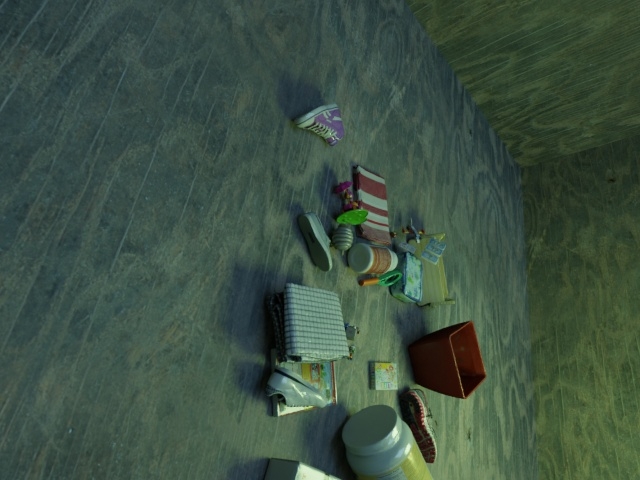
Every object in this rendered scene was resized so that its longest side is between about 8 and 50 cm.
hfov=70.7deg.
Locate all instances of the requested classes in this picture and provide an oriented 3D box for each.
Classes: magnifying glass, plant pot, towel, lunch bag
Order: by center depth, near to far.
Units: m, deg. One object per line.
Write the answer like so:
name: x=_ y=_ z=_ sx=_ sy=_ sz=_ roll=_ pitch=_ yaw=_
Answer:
towel: x=-0.042 y=0.278 z=1.458 sx=0.284 sy=0.121 sz=0.234 roll=16 pitch=58 yaw=-48
magnifying glass: x=0.255 y=0.167 z=1.899 sx=0.231 sy=0.092 sz=0.026 roll=-2 pitch=51 yaw=-39
towel: x=0.233 y=-0.154 z=2.000 sx=0.237 sy=0.037 sz=0.328 roll=15 pitch=67 yaw=-47
plant pot: x=0.549 y=0.526 z=2.001 sx=0.267 sy=0.236 sz=0.267 roll=-10 pitch=86 yaw=-50
lunch bag: x=0.399 y=0.168 z=2.055 sx=0.176 sy=0.090 sz=0.218 roll=33 pitch=56 yaw=-43

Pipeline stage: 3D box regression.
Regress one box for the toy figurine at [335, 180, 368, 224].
toy figurine: x=0.121 y=-0.161 z=1.823 sx=0.173 sy=0.130 sz=0.159 roll=23 pitch=51 yaw=-61

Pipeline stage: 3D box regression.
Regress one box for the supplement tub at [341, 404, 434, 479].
supplement tub: x=0.231 y=0.765 z=1.549 sx=0.241 sy=0.241 sz=0.331 roll=-38 pitch=108 yaw=-48

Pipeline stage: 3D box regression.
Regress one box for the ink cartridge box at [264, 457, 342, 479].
ink cartridge box: x=-0.037 y=0.795 z=1.311 sx=0.307 sy=0.129 sz=0.223 roll=42 pitch=50 yaw=-33

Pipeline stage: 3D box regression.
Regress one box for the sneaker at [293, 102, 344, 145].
sneaker: x=0.013 y=-0.447 z=1.784 sx=0.282 sy=0.102 sz=0.160 roll=-33 pitch=107 yaw=-49

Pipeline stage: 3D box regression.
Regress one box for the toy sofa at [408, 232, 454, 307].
toy sofa: x=0.545 y=0.148 z=2.209 sx=0.150 sy=0.177 sz=0.362 roll=26 pitch=56 yaw=-72

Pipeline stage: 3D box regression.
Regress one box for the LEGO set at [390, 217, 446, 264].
LEGO set: x=0.454 y=-0.005 z=2.085 sx=0.244 sy=0.060 sz=0.182 roll=28 pitch=40 yaw=15

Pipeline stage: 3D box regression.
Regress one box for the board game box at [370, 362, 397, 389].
board game box: x=0.255 y=0.546 z=1.813 sx=0.154 sy=0.026 sz=0.103 roll=18 pitch=66 yaw=-46

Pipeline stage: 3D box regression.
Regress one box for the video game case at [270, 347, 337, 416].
video game case: x=-0.049 y=0.454 z=1.486 sx=0.285 sy=0.025 sz=0.203 roll=12 pitch=70 yaw=-47

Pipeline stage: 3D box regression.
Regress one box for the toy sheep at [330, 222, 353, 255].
toy sheep: x=0.083 y=-0.004 z=1.735 sx=0.091 sy=0.091 sz=0.131 roll=17 pitch=66 yaw=-46

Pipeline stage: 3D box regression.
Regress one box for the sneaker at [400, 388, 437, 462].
sneaker: x=0.429 y=0.770 z=1.875 sx=0.112 sy=0.121 sz=0.298 roll=-3 pitch=80 yaw=-52

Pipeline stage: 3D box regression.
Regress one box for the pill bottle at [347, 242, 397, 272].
pill bottle: x=0.220 y=0.077 z=1.844 sx=0.216 sy=0.121 sz=0.121 roll=8 pitch=73 yaw=-48

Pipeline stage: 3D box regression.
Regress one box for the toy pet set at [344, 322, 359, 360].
toy pet set: x=0.099 y=0.366 z=1.679 sx=0.114 sy=0.065 sz=0.122 roll=81 pitch=24 yaw=-57

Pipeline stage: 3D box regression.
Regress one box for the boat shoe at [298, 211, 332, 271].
boat shoe: x=-0.001 y=0.000 z=1.641 sx=0.081 sy=0.079 sz=0.227 roll=-28 pitch=97 yaw=-45

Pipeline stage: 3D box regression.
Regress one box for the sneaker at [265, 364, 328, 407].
sneaker: x=-0.073 y=0.470 z=1.380 sx=0.235 sy=0.090 sz=0.094 roll=41 pitch=63 yaw=-30
